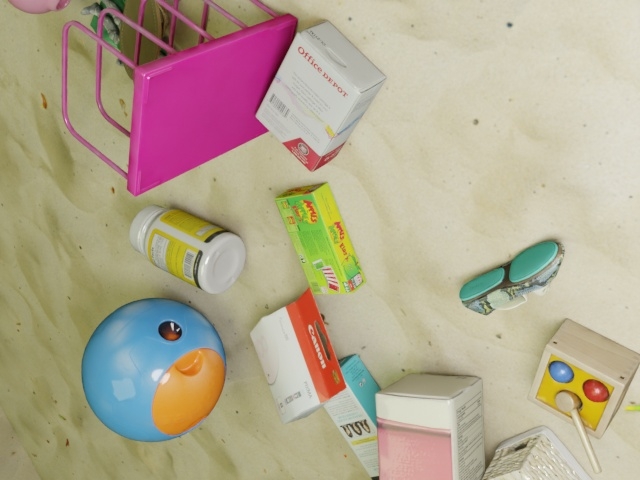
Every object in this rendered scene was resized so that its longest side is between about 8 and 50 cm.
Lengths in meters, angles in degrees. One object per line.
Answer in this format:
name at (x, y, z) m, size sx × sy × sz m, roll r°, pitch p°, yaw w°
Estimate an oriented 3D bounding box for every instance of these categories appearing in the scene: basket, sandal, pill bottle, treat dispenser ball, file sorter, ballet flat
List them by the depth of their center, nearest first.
ballet flat at (0.276, 0.057, 1.088) m, size 0.070 × 0.070 × 0.188 m, roll 56°, pitch 140°, yaw -2°
file sorter at (-0.210, -0.242, 1.154) m, size 0.182 × 0.290 × 0.202 m, roll 37°, pitch 136°, yaw 21°
basket at (0.339, 0.389, 1.207) m, size 0.167 × 0.103 × 0.113 m, roll 52°, pitch 137°, yaw 4°
sandal at (-0.278, -0.377, 1.293) m, size 0.088 × 0.079 × 0.240 m, roll -9°, pitch 88°, yaw 31°
pill bottle at (-0.253, 0.011, 1.484) m, size 0.208 × 0.119 × 0.119 m, roll 24°, pitch 130°, yaw 30°
treat dispenser ball at (-0.334, 0.259, 1.595) m, size 0.288 × 0.288 × 0.288 m, roll 23°, pitch 130°, yaw 30°

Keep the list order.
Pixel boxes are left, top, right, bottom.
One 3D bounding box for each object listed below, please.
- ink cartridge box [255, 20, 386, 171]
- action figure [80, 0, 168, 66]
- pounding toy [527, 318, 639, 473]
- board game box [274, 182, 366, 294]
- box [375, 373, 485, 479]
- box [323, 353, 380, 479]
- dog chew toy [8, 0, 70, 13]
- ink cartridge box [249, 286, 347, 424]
ink cartridge box at (-0.002, -0.207, 1.146) m, size 0.127 × 0.072 × 0.175 m, roll 46°, pitch 138°, yaw 9°
action figure at (-0.320, -0.335, 1.362) m, size 0.232 × 0.063 × 0.137 m, roll 48°, pitch 142°, yaw 7°
pounding toy at (0.357, 0.211, 1.075) m, size 0.130 × 0.100 × 0.141 m, roll 28°, pitch 132°, yaw 27°
board game box at (0.000, 0.000, 1.303) m, size 0.092 × 0.043 × 0.181 m, roll -6°, pitch 112°, yaw 44°
box at (0.173, 0.335, 1.219) m, size 0.126 × 0.148 × 0.233 m, roll -2°, pitch 93°, yaw 29°
box at (0.087, 0.330, 1.429) m, size 0.100 × 0.060 × 0.244 m, roll -30°, pitch 95°, yaw 49°
dog chew toy at (-0.562, -0.527, 1.362) m, size 0.332 × 0.206 × 0.206 m, roll 44°, pitch 138°, yaw -1°
ink cartridge box at (-0.046, 0.210, 1.400) m, size 0.232 × 0.066 × 0.189 m, roll 124°, pitch 128°, yaw -62°
